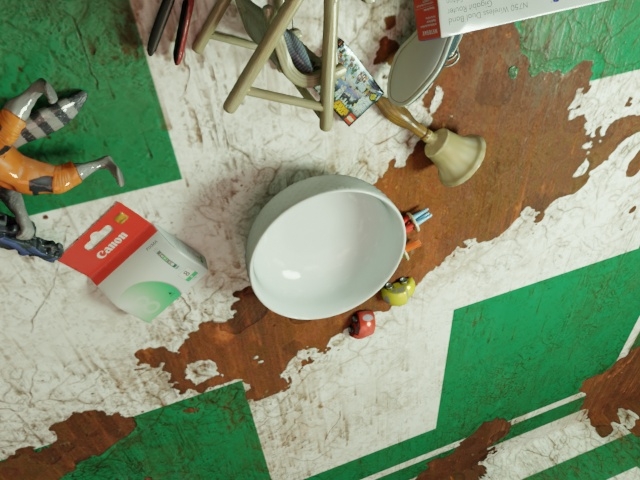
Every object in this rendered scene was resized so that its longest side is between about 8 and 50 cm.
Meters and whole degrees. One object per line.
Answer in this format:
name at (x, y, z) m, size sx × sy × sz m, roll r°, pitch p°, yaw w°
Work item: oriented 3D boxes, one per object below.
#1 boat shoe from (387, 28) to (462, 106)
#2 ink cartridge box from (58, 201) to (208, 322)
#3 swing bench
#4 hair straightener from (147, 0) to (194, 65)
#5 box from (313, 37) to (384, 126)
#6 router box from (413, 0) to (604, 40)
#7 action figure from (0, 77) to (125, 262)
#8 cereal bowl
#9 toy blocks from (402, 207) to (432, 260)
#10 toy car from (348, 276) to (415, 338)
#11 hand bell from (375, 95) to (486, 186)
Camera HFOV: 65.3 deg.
boat shoe at (0.202, -0.356, 0.890) m, size 0.079 × 0.095 × 0.255 m, roll -7°, pitch 123°, yaw -60°
ink cartridge box at (-0.366, 0.051, 0.992) m, size 0.181 × 0.056 × 0.224 m, roll -40°, pitch 134°, yaw 9°
swing bench at (-0.056, -0.329, 0.687) m, size 0.165 × 0.253 × 0.255 m, roll 4°, pitch 125°, yaw -27°
hair straightener at (-0.218, -0.376, 0.715) m, size 0.089 × 0.047 × 0.230 m, roll 8°, pitch 123°, yaw -29°
box at (0.044, -0.287, 0.918) m, size 0.094 × 0.027 × 0.137 m, roll -42°, pitch 132°, yaw 13°
router box at (0.296, -0.494, 0.757) m, size 0.335 × 0.082 × 0.301 m, roll -17°, pitch 111°, yaw -10°
action figure at (-0.492, -0.094, 0.787) m, size 0.330 × 0.179 × 0.341 m, roll -19°, pitch 160°, yaw 0°
cereal bowl at (0.000, 0.000, 1.053) m, size 0.338 × 0.141 × 0.339 m, roll -13°, pitch 131°, yaw -15°
toy blocks at (0.207, -0.007, 1.200) m, size 0.148 × 0.054 × 0.123 m, roll -30°, pitch 132°, yaw 0°
toy car at (0.120, 0.161, 1.297) m, size 0.239 × 0.053 × 0.225 m, roll -45°, pitch 131°, yaw 14°
hand bell at (0.207, -0.221, 1.011) m, size 0.242 × 0.126 × 0.126 m, roll 29°, pitch 112°, yaw -26°
